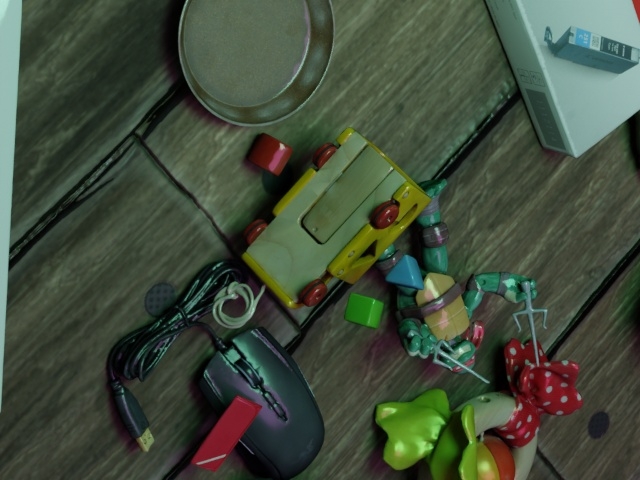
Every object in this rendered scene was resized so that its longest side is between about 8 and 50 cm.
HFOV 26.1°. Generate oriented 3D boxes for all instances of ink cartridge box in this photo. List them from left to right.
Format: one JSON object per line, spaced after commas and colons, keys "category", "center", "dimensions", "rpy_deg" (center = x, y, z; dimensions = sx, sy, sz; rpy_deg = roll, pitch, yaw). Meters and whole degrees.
{"category": "ink cartridge box", "center": [0.301, -0.282, 1.483], "dimensions": [0.261, 0.066, 0.296], "rpy_deg": [-38, 121, -18]}

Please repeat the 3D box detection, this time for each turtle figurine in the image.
{"category": "turtle figurine", "center": [0.126, 0.064, 1.434], "dimensions": [0.175, 0.118, 0.234], "rpy_deg": [-38, 106, -36]}

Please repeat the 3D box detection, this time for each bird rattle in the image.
{"category": "bird rattle", "center": [0.178, 0.222, 1.538], "dimensions": [0.253, 0.143, 0.207], "rpy_deg": [-23, 127, -41]}

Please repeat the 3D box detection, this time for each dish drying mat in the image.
{"category": "dish drying mat", "center": [-0.091, 0.187, 1.331], "dimensions": [0.032, 0.008, 0.083], "rpy_deg": [28, 106, -28]}

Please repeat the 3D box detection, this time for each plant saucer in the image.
{"category": "plant saucer", "center": [-0.063, -0.192, 1.289], "dimensions": [0.168, 0.029, 0.168], "rpy_deg": [-11, 110, -31]}

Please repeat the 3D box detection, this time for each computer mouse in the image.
{"category": "computer mouse", "center": [-0.091, 0.166, 1.352], "dimensions": [0.184, 0.060, 0.262], "rpy_deg": [-37, 120, -21]}

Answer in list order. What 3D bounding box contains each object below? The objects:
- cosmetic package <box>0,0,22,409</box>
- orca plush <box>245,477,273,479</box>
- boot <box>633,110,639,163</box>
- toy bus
{"category": "cosmetic package", "center": [-0.335, -0.060, 1.045], "dimensions": [0.155, 0.197, 0.366], "rpy_deg": [-1, 105, -33]}
{"category": "orca plush", "center": [-0.068, 0.345, 1.395], "dimensions": [0.287, 0.151, 0.102], "rpy_deg": [-42, 158, -11]}
{"category": "boot", "center": [0.447, -0.171, 1.602], "dimensions": [0.219, 0.082, 0.106], "rpy_deg": [-40, 124, -16]}
{"category": "toy bus", "center": [0.011, -0.005, 1.325], "dimensions": [0.104, 0.202, 0.191], "rpy_deg": [27, 63, -65]}
